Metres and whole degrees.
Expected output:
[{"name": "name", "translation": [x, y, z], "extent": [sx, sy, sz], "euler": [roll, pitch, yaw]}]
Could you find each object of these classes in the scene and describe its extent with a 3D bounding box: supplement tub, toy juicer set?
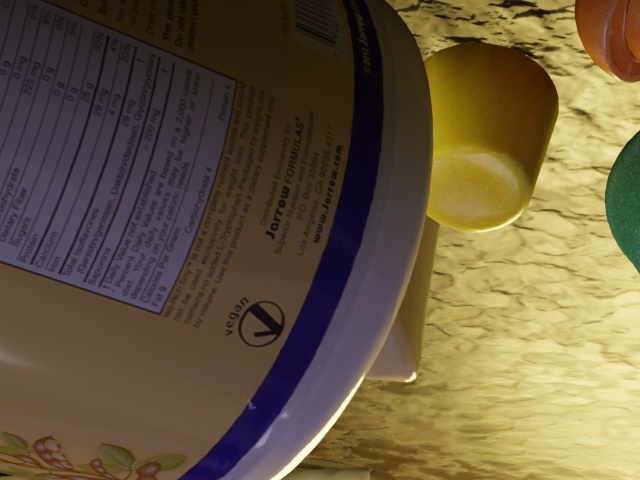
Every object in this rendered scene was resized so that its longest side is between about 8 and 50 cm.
[{"name": "supplement tub", "translation": [-0.151, -0.044, 0.667], "extent": [0.331, 0.241, 0.241], "euler": [20, 155, -29]}, {"name": "toy juicer set", "translation": [0.216, -0.031, 0.766], "extent": [0.329, 0.089, 0.209], "euler": [28, 133, -16]}]

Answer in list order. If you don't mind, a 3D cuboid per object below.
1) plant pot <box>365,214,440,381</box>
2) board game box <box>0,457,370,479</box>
[{"name": "plant pot", "translation": [0.000, 0.000, 0.924], "extent": [0.109, 0.109, 0.096], "euler": [3, 145, 11]}, {"name": "board game box", "translation": [-0.228, 0.124, 0.939], "extent": [0.390, 0.050, 0.390], "euler": [4, 175, 28]}]
